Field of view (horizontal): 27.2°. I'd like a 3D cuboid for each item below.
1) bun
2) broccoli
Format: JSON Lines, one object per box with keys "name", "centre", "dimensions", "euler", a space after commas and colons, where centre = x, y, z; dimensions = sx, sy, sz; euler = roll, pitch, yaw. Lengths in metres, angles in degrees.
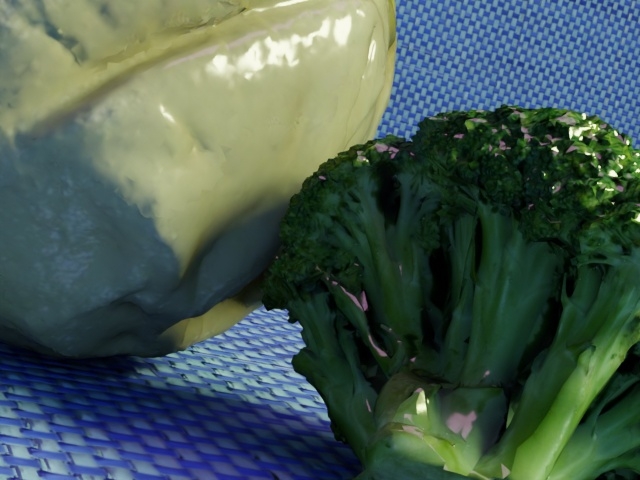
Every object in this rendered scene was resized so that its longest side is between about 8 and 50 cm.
{"name": "bun", "centre": [-0.085, -0.068, 0.811], "dimensions": [0.219, 0.365, 0.365], "euler": [41, 14, 16]}
{"name": "broccoli", "centre": [0.090, 0.055, 0.692], "dimensions": [0.269, 0.261, 0.241], "euler": [12, 44, 11]}
